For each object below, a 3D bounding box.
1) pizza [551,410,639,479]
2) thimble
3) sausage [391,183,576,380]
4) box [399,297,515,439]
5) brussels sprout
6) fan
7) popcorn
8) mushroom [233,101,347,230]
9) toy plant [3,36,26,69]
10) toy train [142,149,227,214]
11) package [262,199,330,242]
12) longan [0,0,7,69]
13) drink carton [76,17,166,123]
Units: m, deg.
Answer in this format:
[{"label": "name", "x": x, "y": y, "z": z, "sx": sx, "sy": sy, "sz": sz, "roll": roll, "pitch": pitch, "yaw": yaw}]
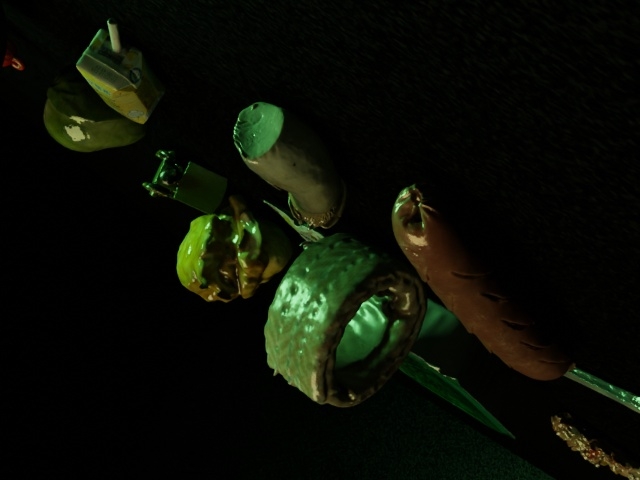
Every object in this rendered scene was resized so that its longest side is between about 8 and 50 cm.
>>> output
[{"label": "pizza", "x": 0.489, "y": 0.370, "z": 1.951, "sx": 0.195, "sy": 0.052, "sz": 0.185, "roll": 28, "pitch": 173, "yaw": 40}, {"label": "thimble", "x": 0.034, "y": 0.112, "z": 1.613, "sx": 0.196, "sy": 0.229, "sz": 0.148, "roll": 16, "pitch": -169, "yaw": -45}, {"label": "sausage", "x": 0.184, "y": 0.062, "z": 1.206, "sx": 0.088, "sy": 0.088, "sz": 0.433, "roll": 28, "pitch": 170, "yaw": 42}, {"label": "box", "x": 0.197, "y": 0.182, "z": 1.830, "sx": 0.264, "sy": 0.106, "sz": 0.337, "roll": 29, "pitch": 170, "yaw": 36}, {"label": "brussels sprout", "x": -0.343, "y": -0.200, "z": 1.688, "sx": 0.145, "sy": 0.131, "sz": 0.183, "roll": -13, "pitch": -163, "yaw": -31}, {"label": "fan", "x": 0.364, "y": 0.188, "z": 1.457, "sx": 0.057, "sy": 0.023, "sz": 0.282, "roll": 49, "pitch": 167, "yaw": -29}, {"label": "popcorn", "x": -0.159, "y": 0.025, "z": 2.108, "sx": 0.190, "sy": 0.191, "sz": 0.253, "roll": 22, "pitch": 168, "yaw": -20}, {"label": "mushroom", "x": -0.022, "y": -0.077, "z": 1.259, "sx": 0.092, "sy": 0.081, "sz": 0.223, "roll": 11, "pitch": 165, "yaw": 25}, {"label": "toy plant", "x": -0.627, "y": -0.385, "z": 1.952, "sx": 0.240, "sy": 0.088, "sz": 0.155, "roll": 26, "pitch": 156, "yaw": 11}, {"label": "toy train", "x": -0.251, "y": -0.105, "z": 2.064, "sx": 0.137, "sy": 0.090, "sz": 0.225, "roll": 25, "pitch": 179, "yaw": -10}, {"label": "package", "x": 0.000, "y": 0.000, "z": 1.842, "sx": 0.173, "sy": 0.027, "sz": 0.171, "roll": 34, "pitch": 174, "yaw": 36}, {"label": "longan", "x": -0.585, "y": -0.317, "z": 1.636, "sx": 0.300, "sy": 0.243, "sz": 0.300, "roll": 33, "pitch": 137, "yaw": 38}, {"label": "drink carton", "x": -0.256, "y": -0.215, "z": 1.431, "sx": 0.084, "sy": 0.074, "sz": 0.200, "roll": 33, "pitch": 174, "yaw": 10}]
